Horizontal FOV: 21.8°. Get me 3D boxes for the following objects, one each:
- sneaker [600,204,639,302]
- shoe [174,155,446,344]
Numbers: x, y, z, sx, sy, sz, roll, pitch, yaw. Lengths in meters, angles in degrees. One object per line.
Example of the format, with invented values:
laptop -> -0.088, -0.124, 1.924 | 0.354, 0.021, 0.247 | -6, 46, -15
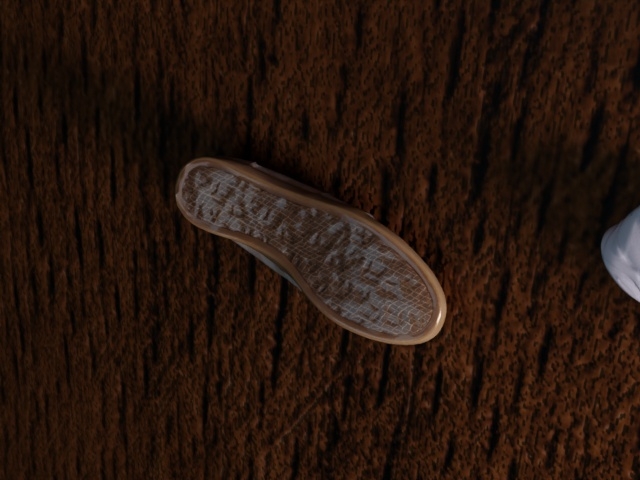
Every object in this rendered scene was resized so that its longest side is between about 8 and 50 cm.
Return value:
sneaker -> 0.225, 0.038, 0.934 | 0.152, 0.054, 0.061 | 48, 139, 9
shoe -> 0.000, 0.000, 1.149 | 0.219, 0.058, 0.076 | 32, 106, 21
